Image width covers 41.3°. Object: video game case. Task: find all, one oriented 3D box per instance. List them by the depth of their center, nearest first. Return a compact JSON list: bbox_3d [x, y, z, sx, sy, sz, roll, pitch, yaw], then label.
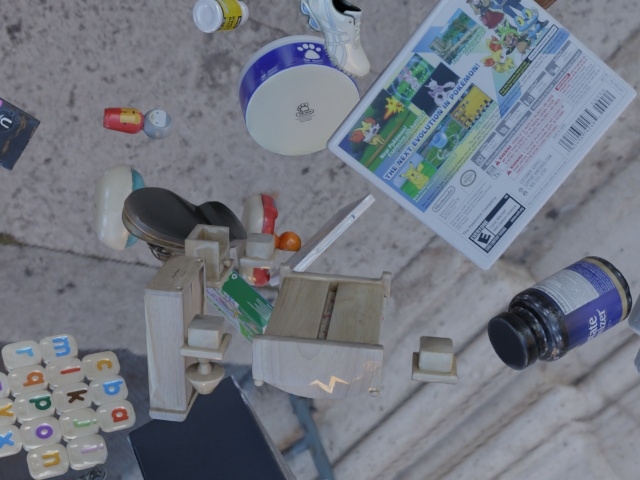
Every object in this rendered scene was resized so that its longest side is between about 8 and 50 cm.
[{"bbox_3d":[0.223,-0.170,1.186,0.300,0.036,0.329,37,100,-11],"label":"video game case"},{"bbox_3d":[0.000,0.000,2.119,0.285,0.025,0.204,-44,-172,-23],"label":"video game case"}]

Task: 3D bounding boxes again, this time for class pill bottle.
[{"bbox_3d":[0.383,0.120,1.374,0.219,0.123,0.123,-25,148,-22],"label":"pill bottle"},{"bbox_3d":[-0.188,-0.435,1.634,0.065,0.065,0.116,-50,170,31],"label":"pill bottle"}]

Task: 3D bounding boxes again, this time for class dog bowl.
[{"bbox_3d":[-0.048,-0.318,1.892,0.265,0.104,0.265,-10,140,-8],"label":"dog bowl"}]

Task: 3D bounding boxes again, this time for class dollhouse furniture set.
[{"bbox_3d":[-0.020,0.124,1.039,0.355,0.303,0.174,5,113,6],"label":"dollhouse furniture set"}]

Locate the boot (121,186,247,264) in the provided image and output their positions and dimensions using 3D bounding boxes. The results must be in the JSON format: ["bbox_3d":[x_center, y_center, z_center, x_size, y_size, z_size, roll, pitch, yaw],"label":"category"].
[{"bbox_3d":[-0.220,-0.002,1.278,0.115,0.112,0.305,-37,165,12],"label":"boot"}]

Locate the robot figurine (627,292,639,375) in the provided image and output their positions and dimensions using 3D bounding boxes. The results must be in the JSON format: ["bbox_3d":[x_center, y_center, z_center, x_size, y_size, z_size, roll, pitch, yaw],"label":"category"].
[{"bbox_3d":[0.649,0.085,1.413,0.353,0.199,0.300,-67,168,5],"label":"robot figurine"}]

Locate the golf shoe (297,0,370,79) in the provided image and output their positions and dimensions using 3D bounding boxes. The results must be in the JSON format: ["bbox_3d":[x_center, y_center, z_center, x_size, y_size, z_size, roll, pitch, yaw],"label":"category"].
[{"bbox_3d":[0.042,-0.347,1.416,0.086,0.069,0.176,-20,125,35],"label":"golf shoe"}]

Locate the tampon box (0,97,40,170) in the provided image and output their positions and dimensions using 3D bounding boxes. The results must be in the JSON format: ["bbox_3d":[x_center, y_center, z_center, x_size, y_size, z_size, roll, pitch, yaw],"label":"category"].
[{"bbox_3d":[-0.662,-0.228,1.745,0.101,0.161,0.120,31,87,-31],"label":"tampon box"}]

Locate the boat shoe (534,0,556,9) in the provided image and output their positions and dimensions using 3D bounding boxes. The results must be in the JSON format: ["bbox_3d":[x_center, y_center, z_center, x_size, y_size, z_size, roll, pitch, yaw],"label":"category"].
[{"bbox_3d":[0.332,-0.420,1.546,0.307,0.104,0.111,-29,114,37],"label":"boat shoe"}]

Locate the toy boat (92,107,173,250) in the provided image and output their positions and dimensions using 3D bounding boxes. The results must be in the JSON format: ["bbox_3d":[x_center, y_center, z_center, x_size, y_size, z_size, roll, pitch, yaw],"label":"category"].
[{"bbox_3d":[-0.414,-0.135,1.873,0.148,0.267,0.318,5,100,-19],"label":"toy boat"}]

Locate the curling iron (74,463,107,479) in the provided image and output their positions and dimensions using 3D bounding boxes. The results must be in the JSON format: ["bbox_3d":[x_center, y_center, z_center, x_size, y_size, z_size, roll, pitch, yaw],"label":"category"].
[{"bbox_3d":[-0.198,0.344,1.084,0.035,0.068,0.274,-37,132,27],"label":"curling iron"}]

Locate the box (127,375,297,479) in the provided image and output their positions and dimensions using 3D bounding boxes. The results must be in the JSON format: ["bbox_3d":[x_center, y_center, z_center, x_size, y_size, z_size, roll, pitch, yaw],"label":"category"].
[{"bbox_3d":[-0.126,0.488,1.467,0.212,0.293,0.395,-30,131,-7],"label":"box"}]

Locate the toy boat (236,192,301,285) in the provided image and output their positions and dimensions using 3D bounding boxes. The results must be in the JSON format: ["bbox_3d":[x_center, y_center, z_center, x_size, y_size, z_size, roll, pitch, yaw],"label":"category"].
[{"bbox_3d":[-0.121,0.005,2.073,0.151,0.151,0.231,7,121,-14],"label":"toy boat"}]

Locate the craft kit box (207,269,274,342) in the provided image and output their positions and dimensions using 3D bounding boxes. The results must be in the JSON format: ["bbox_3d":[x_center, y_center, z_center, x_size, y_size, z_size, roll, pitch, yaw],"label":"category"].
[{"bbox_3d":[-0.195,0.130,1.898,0.061,0.250,0.246,-45,166,-14],"label":"craft kit box"}]

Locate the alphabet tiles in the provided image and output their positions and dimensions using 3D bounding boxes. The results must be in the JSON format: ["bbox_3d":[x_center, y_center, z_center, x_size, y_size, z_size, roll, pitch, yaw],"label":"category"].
[{"bbox_3d":[-0.505,0.307,1.606,0.278,0.284,0.021,-10,145,-27],"label":"alphabet tiles"}]
